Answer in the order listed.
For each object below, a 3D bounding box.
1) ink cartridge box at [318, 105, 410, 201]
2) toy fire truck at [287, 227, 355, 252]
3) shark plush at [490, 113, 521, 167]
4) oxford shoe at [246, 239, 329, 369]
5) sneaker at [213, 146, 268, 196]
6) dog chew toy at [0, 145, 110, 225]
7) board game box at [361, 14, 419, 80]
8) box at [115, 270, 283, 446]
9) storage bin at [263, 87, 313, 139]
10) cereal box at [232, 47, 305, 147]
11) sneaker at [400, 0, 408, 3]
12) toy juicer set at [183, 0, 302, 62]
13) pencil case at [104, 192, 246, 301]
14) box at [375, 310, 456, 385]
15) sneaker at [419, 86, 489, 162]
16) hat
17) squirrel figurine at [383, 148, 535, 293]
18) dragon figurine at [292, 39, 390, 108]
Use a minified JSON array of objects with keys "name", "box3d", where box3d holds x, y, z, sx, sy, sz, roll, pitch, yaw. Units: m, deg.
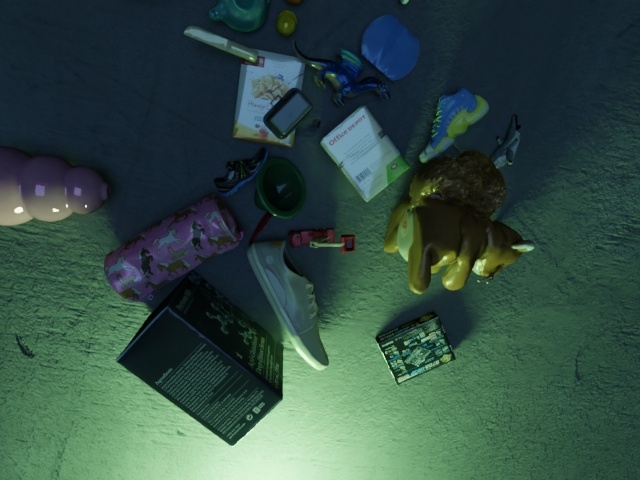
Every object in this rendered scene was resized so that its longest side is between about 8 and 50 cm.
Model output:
[{"name":"ink cartridge box","box3d":[0.122,-0.248,1.221,0.160,0.092,0.219,-38,104,5]},{"name":"toy fire truck","box3d":[0.000,0.000,1.254,0.192,0.135,0.047,-3,105,-4]},{"name":"shark plush","box3d":[0.550,-0.292,1.265,0.067,0.073,0.161,19,109,22]},{"name":"oxford shoe","box3d":[-0.067,0.190,1.288,0.130,0.169,0.449,-26,100,1]},{"name":"sneaker","box3d":[-0.226,-0.203,1.220,0.188,0.067,0.078,-37,110,8]},{"name":"dog chew toy","box3d":[-0.742,-0.139,1.137,0.331,0.206,0.207,1,104,-12]},{"name":"board game box","box3d":[0.191,-0.532,1.187,0.168,0.033,0.133,34,94,-17]},{"name":"box","box3d":[-0.315,0.324,1.233,0.395,0.293,0.212,42,97,-13]},{"name":"storage bin","box3d":[-0.086,-0.343,1.135,0.135,0.091,0.098,-44,107,3]},{"name":"cereal box","box3d":[-0.143,-0.392,1.187,0.173,0.047,0.240,7,104,-8]},{"name":"sneaker","box3d":[0.192,-0.703,1.126,0.084,0.058,0.152,-5,101,-9]},{"name":"toy juicer set","box3d":[-0.173,-0.591,1.118,0.209,0.089,0.329,37,89,-21]},{"name":"pencil case","box3d":[-0.410,0.021,1.220,0.386,0.160,0.167,-31,138,3]},{"name":"box","box3d":[0.314,0.356,1.413,0.220,0.051,0.175,-25,105,2]},{"name":"sneaker","box3d":[0.356,-0.338,1.232,0.240,0.091,0.126,-42,85,7]},{"name":"hat","box3d":[-0.169,-0.124,1.265,0.173,0.183,0.208,45,54,-25]},{"name":"squirrel figurine","box3d":[0.418,-0.052,1.210,0.370,0.281,0.397,7,106,-12]},{"name":"dragon figurine","box3d":[0.059,-0.462,1.162,0.289,0.085,0.144,41,93,-17]}]
